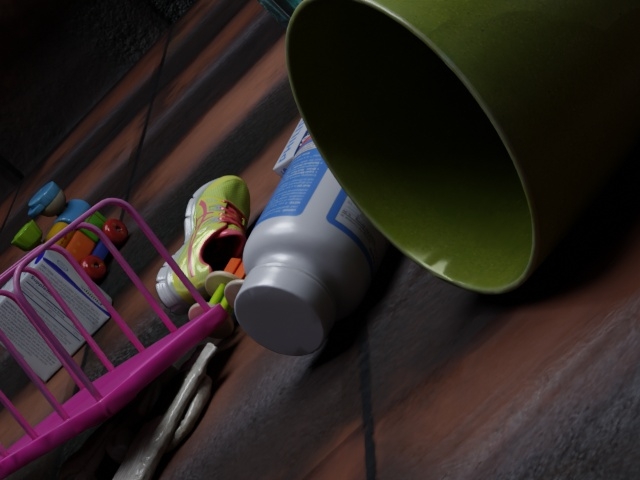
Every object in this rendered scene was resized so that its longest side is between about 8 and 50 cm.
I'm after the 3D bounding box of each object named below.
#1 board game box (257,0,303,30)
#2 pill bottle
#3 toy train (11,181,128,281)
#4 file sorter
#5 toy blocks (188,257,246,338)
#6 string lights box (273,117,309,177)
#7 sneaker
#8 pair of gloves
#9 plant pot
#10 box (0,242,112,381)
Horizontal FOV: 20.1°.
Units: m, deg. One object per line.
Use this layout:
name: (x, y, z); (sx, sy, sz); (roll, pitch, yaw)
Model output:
board game box: (-0.038, -0.358, 2.549); (0.026, 0.186, 0.126); (-29, 25, 46)
pill bottle: (0.000, 0.000, 1.706); (0.124, 0.124, 0.221); (-32, 21, 45)
toy train: (-0.398, 0.030, 2.664); (0.105, 0.143, 0.248); (-35, 20, 40)
file sorter: (-0.288, 0.108, 1.933); (0.291, 0.182, 0.202); (-32, 6, 46)
toy blocks: (-0.073, 0.027, 1.967); (0.123, 0.054, 0.148); (-31, 23, 45)
string lights box: (0.071, -0.144, 1.949); (0.260, 0.077, 0.133); (-31, 24, 47)
sneaker: (-0.115, -0.002, 2.129); (0.094, 0.081, 0.208); (-25, 34, 40)
pair of gloves: (-0.200, 0.201, 1.912); (0.204, 0.042, 0.240); (-55, 16, -24)
plant pot: (0.170, -0.151, 1.434); (0.293, 0.274, 0.275); (-37, 10, -23)
box: (-0.377, 0.098, 2.476); (0.137, 0.126, 0.072); (-44, 14, 13)
